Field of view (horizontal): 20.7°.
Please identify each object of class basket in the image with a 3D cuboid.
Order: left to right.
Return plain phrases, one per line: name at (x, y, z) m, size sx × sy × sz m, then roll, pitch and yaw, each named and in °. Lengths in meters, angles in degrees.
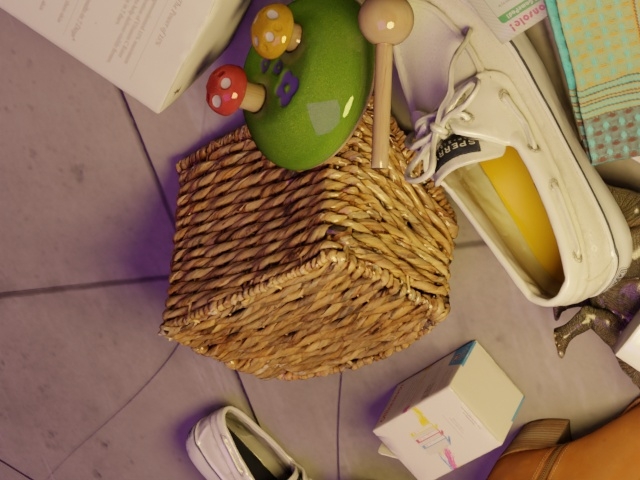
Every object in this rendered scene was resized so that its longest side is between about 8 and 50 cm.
basket at (0.000, 0.000, 1.855) m, size 0.213 × 0.223 × 0.299 m, roll 26°, pitch 144°, yaw -35°

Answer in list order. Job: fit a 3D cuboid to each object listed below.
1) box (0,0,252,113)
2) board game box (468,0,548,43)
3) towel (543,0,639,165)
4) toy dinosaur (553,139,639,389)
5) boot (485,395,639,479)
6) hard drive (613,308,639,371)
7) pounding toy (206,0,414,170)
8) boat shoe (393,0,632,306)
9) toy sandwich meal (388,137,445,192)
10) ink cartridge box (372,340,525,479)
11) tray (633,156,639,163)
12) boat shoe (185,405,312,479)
box at (-0.225, -0.327, 1.723) m, size 0.345 × 0.168 × 0.215 m, roll 34°, pitch 128°, yaw 3°
board game box at (0.169, -0.360, 1.558) m, size 0.224 × 0.097 × 0.303 m, roll -30°, pitch 104°, yaw 36°
towel at (0.324, -0.229, 1.498) m, size 0.271 × 0.040 × 0.370 m, roll -9°, pitch 129°, yaw 14°
toy dinosaur at (0.307, 0.031, 1.753) m, size 0.160 × 0.121 × 0.313 m, roll -6°, pitch 105°, yaw 9°
boot at (0.293, 0.259, 1.817) m, size 0.283 × 0.220 × 0.109 m, roll -5°, pitch 117°, yaw 28°
hard drive at (0.492, 0.112, 1.668) m, size 0.353 × 0.047 × 0.233 m, roll 34°, pitch 105°, yaw -3°
pounding toy at (-0.027, -0.165, 1.691) m, size 0.237 × 0.110 × 0.183 m, roll 8°, pitch 85°, yaw 53°
boat shoe at (0.141, -0.093, 1.646) m, size 0.136 × 0.156 × 0.367 m, roll -35°, pitch 81°, yaw 40°
toy sandwich meal at (0.104, -0.078, 1.816) m, size 0.085 × 0.029 × 0.085 m, roll 18°, pitch 131°, yaw 21°
ink cartridge box at (0.136, 0.195, 1.935) m, size 0.090 × 0.092 × 0.143 m, roll 48°, pitch 129°, yaw -10°
tray at (0.382, -0.162, 1.625) m, size 0.145 × 0.030 × 0.270 m, roll 31°, pitch 128°, yaw 3°
boat shoe at (-0.051, 0.305, 2.094) m, size 0.258 × 0.095 × 0.084 m, roll 44°, pitch 133°, yaw -7°
